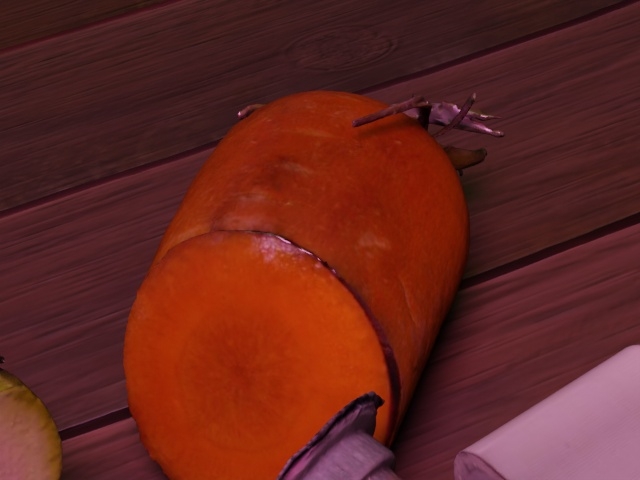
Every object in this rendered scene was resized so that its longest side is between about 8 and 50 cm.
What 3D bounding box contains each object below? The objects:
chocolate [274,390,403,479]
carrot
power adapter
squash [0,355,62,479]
[{"bbox_3d":[0.018,0.200,0.728,0.147,0.221,0.221,37,51,8],"label":"chocolate"},{"bbox_3d":[0.000,0.000,0.932,0.193,0.214,0.331,9,38,18],"label":"carrot"},{"bbox_3d":[0.195,0.138,0.779,0.205,0.125,0.130,-26,40,-23],"label":"power adapter"},{"bbox_3d":[-0.340,0.117,0.849,0.233,0.210,0.309,-20,41,-37],"label":"squash"}]
